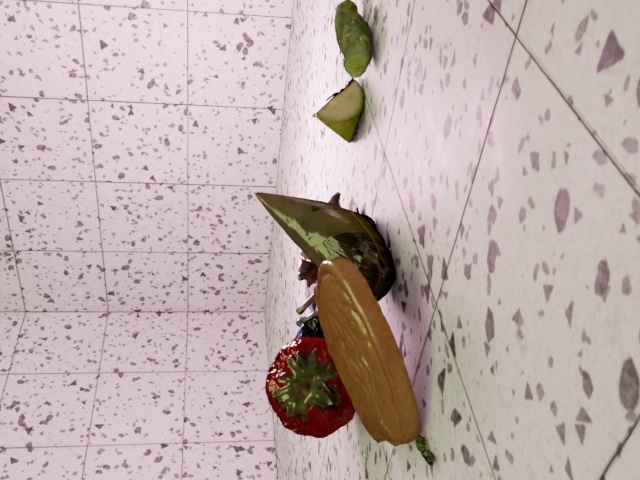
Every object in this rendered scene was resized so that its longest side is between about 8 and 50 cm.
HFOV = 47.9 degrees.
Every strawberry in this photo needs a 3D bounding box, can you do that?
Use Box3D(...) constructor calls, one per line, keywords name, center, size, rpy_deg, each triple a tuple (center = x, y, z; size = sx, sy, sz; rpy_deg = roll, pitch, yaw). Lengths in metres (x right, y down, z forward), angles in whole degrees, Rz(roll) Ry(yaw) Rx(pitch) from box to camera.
Box3D(name="strawberry", center=(-0.002, 0.378, 1.864), size=(0.277, 0.257, 0.258), rpy_deg=(19, -112, -65))

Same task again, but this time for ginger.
Box3D(name="ginger", center=(0.084, -0.520, 1.834), size=(0.290, 0.089, 0.137), rpy_deg=(-95, -8, -58))

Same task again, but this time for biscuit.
Box3D(name="biscuit", center=(0.076, 0.228, 1.452), size=(0.365, 0.062, 0.385), rpy_deg=(124, 125, -71))

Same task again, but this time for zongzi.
Box3D(name="zongzi", center=(0.000, 0.000, 1.601), size=(0.154, 0.317, 0.289), rpy_deg=(-65, 16, 12))

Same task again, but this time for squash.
Box3D(name="squash", center=(0.045, -0.300, 1.962), size=(0.169, 0.093, 0.252), rpy_deg=(-44, -10, -24))

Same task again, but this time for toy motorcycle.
Box3D(name="toy motorcycle", center=(0.005, 0.291, 2.036), size=(0.315, 0.168, 0.113), rpy_deg=(117, 162, -49))

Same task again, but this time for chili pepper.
Box3D(name="chili pepper", center=(0.188, 0.378, 1.294), size=(0.027, 0.022, 0.083), rpy_deg=(59, 180, -18))

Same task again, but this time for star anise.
Box3D(name="star anise", center=(0.001, 0.028, 2.108), size=(0.292, 0.108, 0.350), rpy_deg=(87, -160, -60))

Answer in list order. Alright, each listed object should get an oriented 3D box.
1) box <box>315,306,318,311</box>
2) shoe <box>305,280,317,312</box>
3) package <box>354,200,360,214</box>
Box3D(name="box", center=(0.027, 0.218, 2.094), size=(0.040, 0.083, 0.155), rpy_deg=(-103, 16, -59))
Box3D(name="shoe", center=(-0.003, 0.134, 2.288), size=(0.138, 0.095, 0.245), rpy_deg=(-117, 25, -63))
Box3D(name="package", center=(0.090, -0.046, 1.891), size=(0.111, 0.032, 0.077), rpy_deg=(94, 162, -45))
